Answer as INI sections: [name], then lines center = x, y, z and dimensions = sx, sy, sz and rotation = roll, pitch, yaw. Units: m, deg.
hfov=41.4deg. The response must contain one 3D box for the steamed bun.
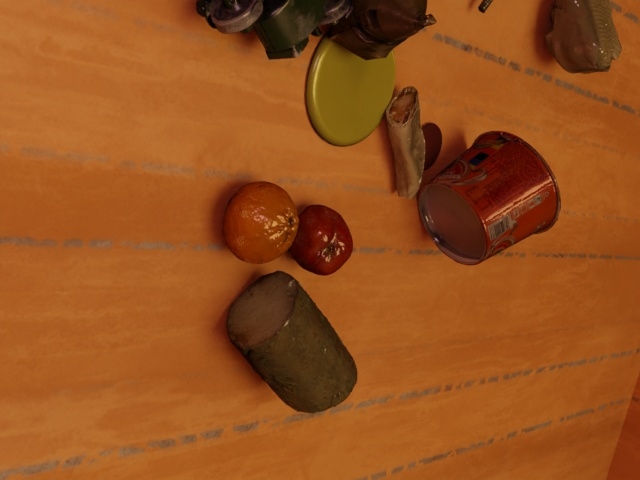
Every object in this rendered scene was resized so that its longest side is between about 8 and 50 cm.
[steamed bun]
center = 0.586, -0.472, 1.928
dimensions = 0.211, 0.144, 0.217
rotation = -8, 82, -55

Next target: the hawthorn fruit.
[hawthorn fruit]
center = 0.000, 0.000, 1.490
dimensions = 0.128, 0.128, 0.128
rotation = -23, 123, -41

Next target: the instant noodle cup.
[instant noodle cup]
center = 0.337, -0.078, 1.750
dimensions = 0.192, 0.250, 0.250
rotation = -32, 129, -26

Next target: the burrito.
[burrito]
center = 0.169, -0.177, 1.631
dimensions = 0.087, 0.060, 0.225
rotation = -49, 142, -38

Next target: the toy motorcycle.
[toy motorcycle]
center = -0.063, -0.363, 1.259
dimensions = 0.275, 0.127, 0.205
rotation = -57, 141, -24

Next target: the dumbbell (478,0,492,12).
[dumbbell]
center = 0.394, -0.561, 1.702
dimensions = 0.254, 0.110, 0.110
rotation = -55, 139, -8

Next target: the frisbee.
[frisbee]
center = 0.060, -0.280, 1.508
dimensions = 0.236, 0.017, 0.235
rotation = -22, 122, -41

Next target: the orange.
[orange]
center = -0.095, -0.027, 1.367
dimensions = 0.136, 0.118, 0.135
rotation = -16, 115, -37

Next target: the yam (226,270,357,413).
[yam]
center = -0.050, 0.184, 1.482
dimensions = 0.161, 0.161, 0.268
rotation = -52, 139, -19

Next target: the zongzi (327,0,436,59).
[zongzi]
center = 0.137, -0.423, 1.322
dimensions = 0.123, 0.289, 0.260
rotation = 23, 83, -19

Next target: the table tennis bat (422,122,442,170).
[table tennis bat]
center = 0.206, -0.201, 1.709
dimensions = 0.155, 0.019, 0.098
rotation = 39, 77, -52
